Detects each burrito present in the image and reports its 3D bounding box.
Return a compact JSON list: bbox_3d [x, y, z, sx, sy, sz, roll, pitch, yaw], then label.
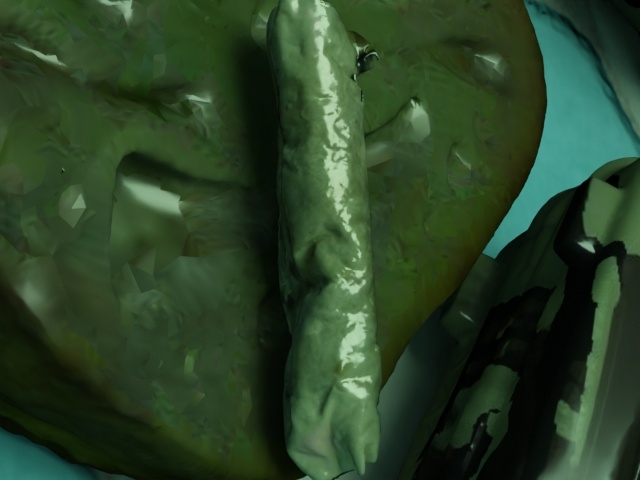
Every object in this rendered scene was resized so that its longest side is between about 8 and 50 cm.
[{"bbox_3d":[0.000,0.000,0.723,0.041,0.045,0.185,2,82,-41],"label":"burrito"}]

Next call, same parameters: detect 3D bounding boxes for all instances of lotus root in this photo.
[{"bbox_3d":[-0.046,-0.089,0.793,0.375,0.111,0.390,10,74,-46],"label":"lotus root"}]

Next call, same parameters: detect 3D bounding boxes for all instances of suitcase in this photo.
[{"bbox_3d":[0.181,0.172,0.843,0.339,0.194,0.351,34,58,-11],"label":"suitcase"}]

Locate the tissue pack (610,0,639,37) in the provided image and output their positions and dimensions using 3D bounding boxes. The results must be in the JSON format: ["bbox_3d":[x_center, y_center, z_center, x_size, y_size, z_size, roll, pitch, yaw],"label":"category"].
[{"bbox_3d":[0.234,-0.270,1.038,0.387,0.277,0.267,48,41,-19],"label":"tissue pack"}]
